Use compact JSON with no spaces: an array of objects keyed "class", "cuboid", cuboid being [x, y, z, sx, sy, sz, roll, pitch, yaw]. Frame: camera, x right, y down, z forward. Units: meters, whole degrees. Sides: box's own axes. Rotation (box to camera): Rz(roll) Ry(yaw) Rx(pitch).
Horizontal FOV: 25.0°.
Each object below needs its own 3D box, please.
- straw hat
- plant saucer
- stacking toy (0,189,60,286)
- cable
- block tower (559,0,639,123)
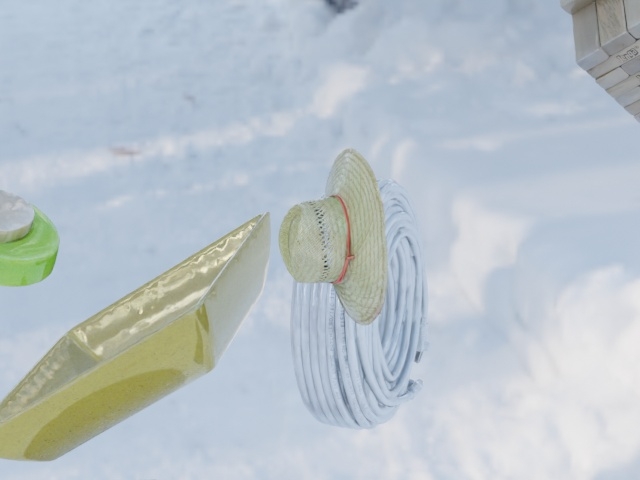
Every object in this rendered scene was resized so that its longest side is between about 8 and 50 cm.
[{"class":"straw hat","cuboid":[0.000,0.000,1.148,0.061,0.145,0.144,-7,25,-21]},{"class":"plant saucer","cuboid":[-0.203,0.122,1.640,0.332,0.081,0.333,-31,10,20]},{"class":"stacking toy","cuboid":[-0.372,-0.083,1.297,0.279,0.130,0.309,1,36,-42]},{"class":"cable","cuboid":[0.042,0.063,1.467,0.089,0.257,0.257,4,12,18]},{"class":"block tower","cuboid":[0.368,-0.146,1.413,0.091,0.335,0.097,-29,42,34]}]
